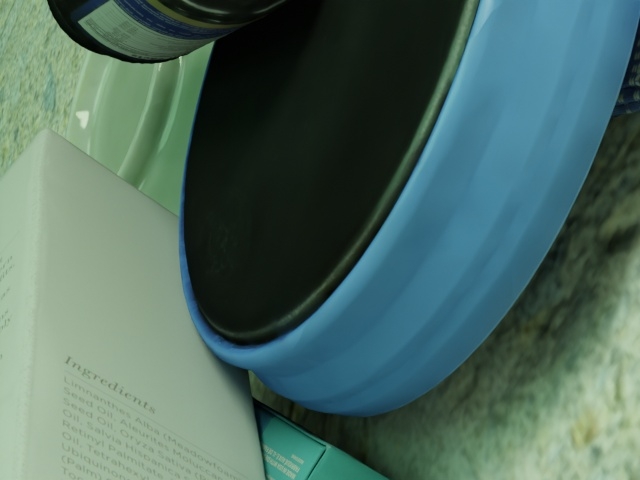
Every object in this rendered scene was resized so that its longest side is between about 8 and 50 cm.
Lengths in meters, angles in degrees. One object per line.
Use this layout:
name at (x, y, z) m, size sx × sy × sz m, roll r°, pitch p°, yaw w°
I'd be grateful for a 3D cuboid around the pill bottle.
pill bottle at (-0.094, -0.172, 0.873) m, size 0.219 × 0.122 × 0.123 m, roll -5°, pitch 72°, yaw 66°

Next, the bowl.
bowl at (0.028, -0.102, 0.807) m, size 0.391 × 0.077 × 0.391 m, roll -47°, pitch 34°, yaw 45°

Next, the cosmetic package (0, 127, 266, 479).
cosmetic package at (-0.159, 0.154, 0.799) m, size 0.230 × 0.161 × 0.453 m, roll -47°, pitch 26°, yaw 18°

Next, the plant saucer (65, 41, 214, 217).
plant saucer at (-0.127, -0.107, 1.193) m, size 0.400 × 0.100 × 0.400 m, roll -39°, pitch 44°, yaw 51°

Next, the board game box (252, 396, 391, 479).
board game box at (-0.104, 0.251, 0.872) m, size 0.336 × 0.079 × 0.254 m, roll -59°, pitch 24°, yaw -6°

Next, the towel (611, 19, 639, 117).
towel at (0.156, -0.169, 0.740) m, size 0.336 × 0.040 × 0.243 m, roll -7°, pitch 68°, yaw 61°
